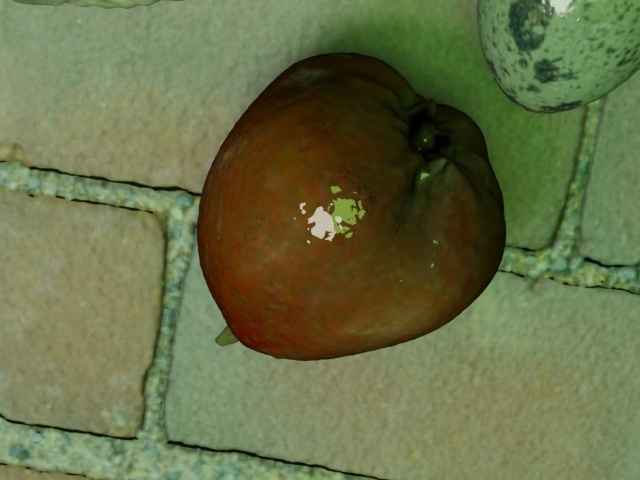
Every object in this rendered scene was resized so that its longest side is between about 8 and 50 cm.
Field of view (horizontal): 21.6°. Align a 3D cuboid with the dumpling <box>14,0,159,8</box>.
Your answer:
[{"bbox_3d":[-0.100,-0.237,1.059,0.243,0.175,0.227,-7,140,16],"label":"dumpling"}]

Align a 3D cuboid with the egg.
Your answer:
[{"bbox_3d":[0.166,-0.162,1.088,0.132,0.132,0.172,20,116,-7],"label":"egg"}]

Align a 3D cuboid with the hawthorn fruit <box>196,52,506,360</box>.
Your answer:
[{"bbox_3d":[0.000,0.000,1.126,0.199,0.199,0.251,38,121,-12],"label":"hawthorn fruit"}]
